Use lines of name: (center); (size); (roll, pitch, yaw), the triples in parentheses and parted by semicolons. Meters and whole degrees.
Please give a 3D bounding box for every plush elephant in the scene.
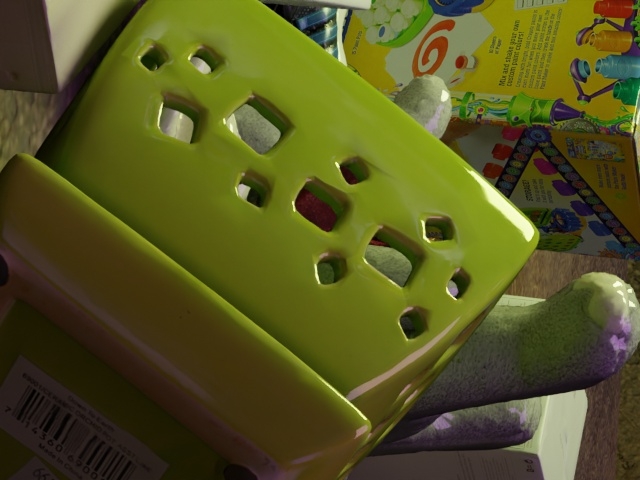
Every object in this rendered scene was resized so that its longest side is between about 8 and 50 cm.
plush elephant: (0.000, 0.000, 1.214); (0.272, 0.330, 0.255); (100, -18, -74)

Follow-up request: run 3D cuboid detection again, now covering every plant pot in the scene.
plant pot: (-0.068, 0.044, 0.939); (0.227, 0.228, 0.207); (-53, 178, 40)

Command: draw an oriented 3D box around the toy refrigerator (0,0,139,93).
toy refrigerator: (-0.125, -0.173, 0.976); (0.269, 0.102, 0.094); (-62, 153, -52)

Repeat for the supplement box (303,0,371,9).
supplement box: (-0.044, -0.204, 1.210); (0.220, 0.114, 0.111); (-10, 105, -71)

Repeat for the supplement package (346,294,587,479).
supplement package: (0.113, 0.149, 1.697); (0.194, 0.203, 0.149); (70, 30, -56)

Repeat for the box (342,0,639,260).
box: (0.140, -0.163, 1.541); (0.177, 0.279, 0.290); (69, 33, -56)

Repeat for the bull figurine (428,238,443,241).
bull figurine: (0.161, -0.088, 1.948); (0.188, 0.101, 0.310); (-19, 116, -76)

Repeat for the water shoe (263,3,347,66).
water shoe: (-0.025, -0.151, 1.401); (0.080, 0.073, 0.203); (28, 64, -49)

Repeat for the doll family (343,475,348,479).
doll family: (-0.021, 0.184, 1.493); (0.193, 0.076, 0.111); (-58, 162, -57)

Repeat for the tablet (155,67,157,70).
tablet: (-0.105, -0.064, 1.245); (0.054, 0.006, 0.083); (48, 50, -67)
